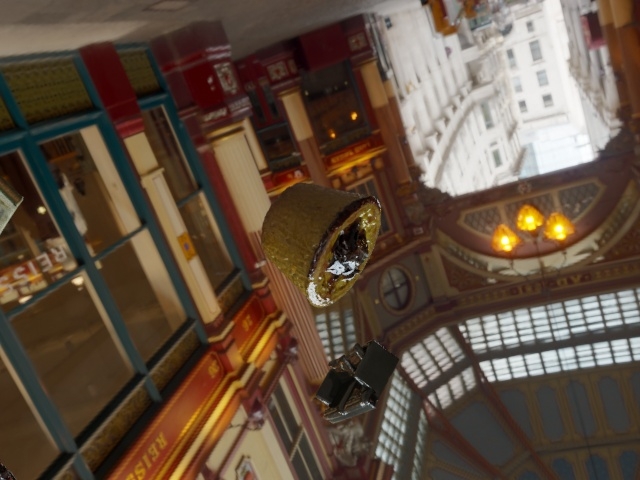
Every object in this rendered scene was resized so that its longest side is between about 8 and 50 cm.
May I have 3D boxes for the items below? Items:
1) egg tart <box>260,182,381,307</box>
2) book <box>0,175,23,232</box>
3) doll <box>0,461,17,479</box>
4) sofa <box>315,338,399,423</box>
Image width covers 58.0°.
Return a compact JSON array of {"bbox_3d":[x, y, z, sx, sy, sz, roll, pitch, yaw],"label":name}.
[{"bbox_3d":[0.000,0.000,1.012,0.170,0.215,0.215,27,-140,26],"label":"egg tart"},{"bbox_3d":[-0.520,-0.133,0.764,0.201,0.289,0.026,-21,-156,52],"label":"book"},{"bbox_3d":[-0.583,0.486,1.076,0.088,0.249,0.127,-37,-166,-27],"label":"doll"},{"bbox_3d":[0.040,0.198,0.812,0.085,0.060,0.147,-57,-175,-32],"label":"sofa"}]
